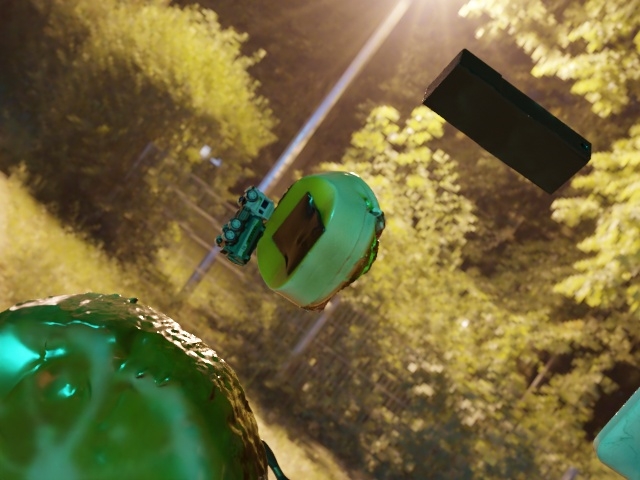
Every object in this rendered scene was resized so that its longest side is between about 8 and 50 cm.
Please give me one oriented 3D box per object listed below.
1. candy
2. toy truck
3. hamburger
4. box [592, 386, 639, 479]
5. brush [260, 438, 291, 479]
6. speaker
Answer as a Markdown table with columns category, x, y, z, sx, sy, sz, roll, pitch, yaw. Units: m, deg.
| category | x | y | z | sx | sy | sz | roll | pitch | yaw |
| --- | --- | --- | --- | --- | --- | --- | --- | --- | --- |
| candy | -0.160 | 0.160 | 0.645 | 0.260 | 0.260 | 0.118 | 36 | 14 | 4 |
| toy truck | -0.081 | -0.015 | 1.074 | 0.044 | 0.083 | 0.039 | 33 | -21 | -13 |
| hamburger | 0.000 | 0.000 | 1.427 | 0.116 | 0.210 | 0.173 | 11 | 34 | -42 |
| box | 0.450 | 0.255 | 1.102 | 0.285 | 0.142 | 0.044 | 33 | 13 | -13 |
| brush | -0.059 | 0.400 | 1.613 | 0.063 | 0.016 | 0.193 | 1 | 41 | -37 |
| speaker | 0.244 | -0.153 | 1.275 | 0.218 | 0.082 | 0.044 | 33 | 39 | -12 |
